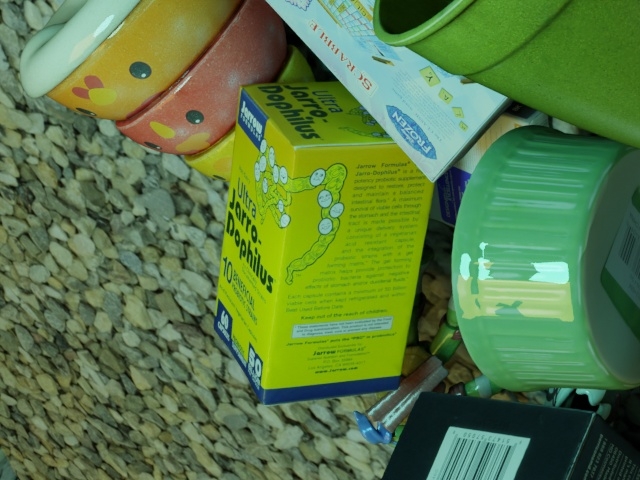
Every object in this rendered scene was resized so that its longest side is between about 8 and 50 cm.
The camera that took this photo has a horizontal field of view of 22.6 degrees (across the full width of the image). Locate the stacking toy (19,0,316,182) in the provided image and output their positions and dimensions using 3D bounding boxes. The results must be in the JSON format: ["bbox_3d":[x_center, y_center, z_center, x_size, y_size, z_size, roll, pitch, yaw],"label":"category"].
[{"bbox_3d":[-0.116,-0.195,2.096,0.480,0.350,0.350,41,149,-16],"label":"stacking toy"}]

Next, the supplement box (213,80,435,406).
[{"bbox_3d":[0.000,0.000,2.010,0.194,0.195,0.356,-130,42,-54],"label":"supplement box"}]

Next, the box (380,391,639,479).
[{"bbox_3d":[0.302,0.383,2.034,0.293,0.212,0.395,1,148,49],"label":"box"}]

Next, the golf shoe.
[{"bbox_3d":[0.328,0.214,2.057,0.105,0.120,0.273,38,146,16],"label":"golf shoe"}]

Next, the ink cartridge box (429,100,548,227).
[{"bbox_3d":[0.195,-0.094,1.982,0.208,0.045,0.206,23,137,38],"label":"ink cartridge box"}]

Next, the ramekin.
[{"bbox_3d":[0.290,0.024,1.768,0.148,0.303,0.303,3,124,39],"label":"ramekin"}]

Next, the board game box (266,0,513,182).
[{"bbox_3d":[0.095,-0.260,1.751,0.318,0.066,0.318,49,150,5],"label":"board game box"}]

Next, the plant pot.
[{"bbox_3d":[0.295,-0.236,1.443,0.353,0.366,0.366,33,150,-17],"label":"plant pot"}]

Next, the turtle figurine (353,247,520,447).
[{"bbox_3d":[0.164,0.142,2.198,0.198,0.275,0.266,45,132,51],"label":"turtle figurine"}]
